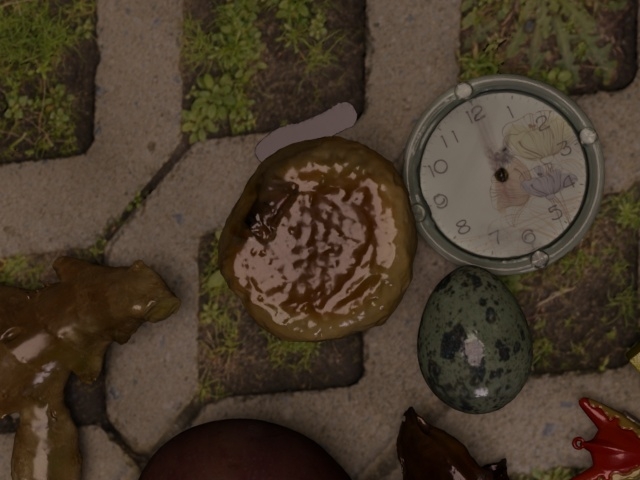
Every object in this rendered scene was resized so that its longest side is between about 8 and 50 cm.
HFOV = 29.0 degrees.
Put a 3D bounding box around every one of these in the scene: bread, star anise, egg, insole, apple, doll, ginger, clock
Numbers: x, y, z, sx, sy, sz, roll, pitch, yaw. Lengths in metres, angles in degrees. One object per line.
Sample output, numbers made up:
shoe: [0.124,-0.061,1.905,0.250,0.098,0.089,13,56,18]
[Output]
bread: [0.000,0.000,1.446,0.244,0.134,0.244,1,93,13]
star anise: [0.136,0.368,1.408,0.148,0.237,0.346,1,84,41]
egg: [0.176,0.114,1.424,0.132,0.132,0.172,-6,91,8]
insole: [-0.018,-0.130,1.514,0.135,0.002,0.045,-27,88,8]
apple: [-0.086,0.350,1.411,0.306,0.235,0.305,-1,86,9]
doll: [0.374,0.252,1.439,0.169,0.057,0.109,13,77,-6]
ginger: [-0.375,0.117,1.525,0.363,0.122,0.348,37,93,12]
clock: [0.214,-0.076,1.457,0.236,0.053,0.236,0,92,11]

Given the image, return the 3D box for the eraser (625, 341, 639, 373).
eraser: [0.431,0.151,1.433,0.097,0.045,0.122,-41,86,7]
